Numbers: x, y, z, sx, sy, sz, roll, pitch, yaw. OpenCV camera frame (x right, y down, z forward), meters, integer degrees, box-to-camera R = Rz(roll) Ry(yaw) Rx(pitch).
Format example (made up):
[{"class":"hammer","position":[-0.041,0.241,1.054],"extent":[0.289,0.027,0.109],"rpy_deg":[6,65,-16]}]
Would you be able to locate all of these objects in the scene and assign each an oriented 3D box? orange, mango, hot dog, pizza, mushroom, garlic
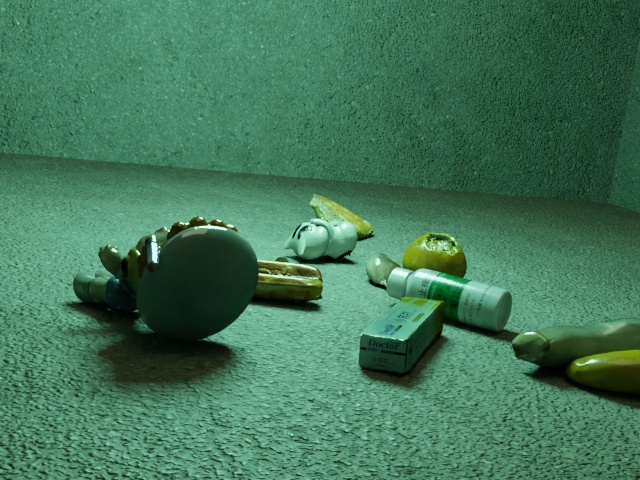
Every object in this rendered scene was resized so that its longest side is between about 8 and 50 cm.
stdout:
[{"class":"orange","position":[0.274,0.049,2.121],"extent":[0.155,0.134,0.154],"rpy_deg":[2,6,0]},{"class":"mango","position":[0.524,0.225,1.527],"extent":[0.190,0.075,0.098],"rpy_deg":[2,-8,4]},{"class":"hot dog","position":[-0.119,0.086,1.842],"extent":[0.250,0.076,0.104],"rpy_deg":[4,30,1]},{"class":"pizza","position":[0.065,-0.051,2.676],"extent":[0.188,0.080,0.204],"rpy_deg":[42,19,31]},{"class":"mushroom","position":[0.507,0.195,1.633],"extent":[0.351,0.097,0.109],"rpy_deg":[-1,-7,-22]},{"class":"garlic","position":[0.147,0.067,2.112],"extent":[0.084,0.066,0.152],"rpy_deg":[14,10,20]}]

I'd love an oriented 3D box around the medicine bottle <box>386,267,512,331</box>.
[{"class":"medicine bottle","position":[0.268,0.118,1.863],"extent":[0.260,0.095,0.095],"rpy_deg":[12,12,32]}]

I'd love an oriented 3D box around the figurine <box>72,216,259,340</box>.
[{"class":"figurine","position":[-0.271,0.077,1.567],"extent":[0.225,0.205,0.382],"rpy_deg":[-5,-3,-36]}]

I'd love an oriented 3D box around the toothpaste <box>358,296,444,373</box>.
[{"class":"toothpaste","position":[0.153,0.168,1.604],"extent":[0.089,0.071,0.313],"rpy_deg":[7,11,18]}]

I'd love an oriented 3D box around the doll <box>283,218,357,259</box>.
[{"class":"doll","position":[0.006,-0.003,2.275],"extent":[0.181,0.106,0.110],"rpy_deg":[1,5,-33]}]

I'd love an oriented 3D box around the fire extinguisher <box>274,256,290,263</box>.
[{"class":"fire extinguisher","position":[-0.083,0.066,2.010],"extent":[0.039,0.056,0.132],"rpy_deg":[-21,11,-4]}]
